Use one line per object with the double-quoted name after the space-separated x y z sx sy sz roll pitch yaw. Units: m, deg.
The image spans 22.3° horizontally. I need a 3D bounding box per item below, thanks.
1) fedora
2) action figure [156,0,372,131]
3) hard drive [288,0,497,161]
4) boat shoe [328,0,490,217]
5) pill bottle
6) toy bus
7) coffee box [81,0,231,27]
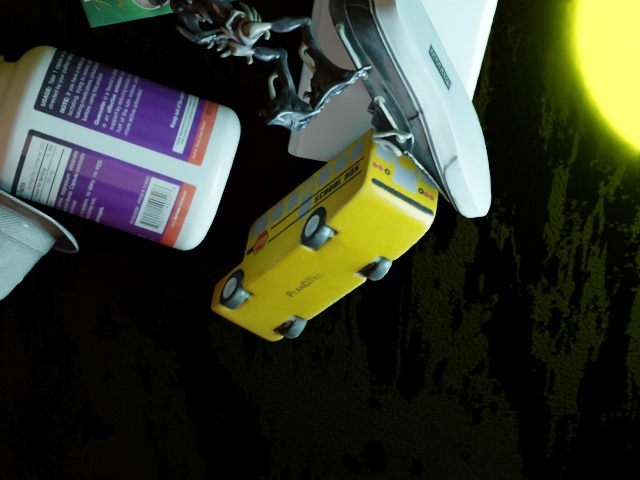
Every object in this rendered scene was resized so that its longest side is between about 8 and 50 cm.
-0.425 -0.005 1.970 0.244 0.275 0.124 29 84 -18 "fedora"
-0.075 -0.254 1.767 0.275 0.141 0.164 51 135 2 "action figure"
0.084 -0.214 1.885 0.203 0.040 0.307 10 129 -1 "hard drive"
0.100 -0.151 1.837 0.105 0.113 0.306 -14 123 25 "boat shoe"
-0.268 -0.118 1.915 0.323 0.181 0.181 19 128 -8 "pill bottle"
0.000 0.000 1.981 0.108 0.130 0.333 28 140 -24 "toy bus"
-0.191 -0.312 1.838 0.184 0.040 0.113 -10 127 14 "coffee box"
